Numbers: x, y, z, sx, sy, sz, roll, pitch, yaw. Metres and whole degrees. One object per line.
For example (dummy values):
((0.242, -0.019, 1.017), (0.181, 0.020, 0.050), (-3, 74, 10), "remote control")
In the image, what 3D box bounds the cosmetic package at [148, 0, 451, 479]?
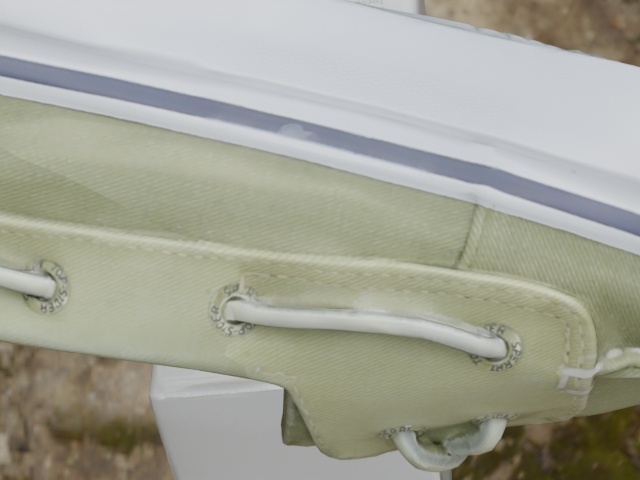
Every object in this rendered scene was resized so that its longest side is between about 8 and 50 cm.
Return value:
((0.000, 0.000, 1.220), (0.162, 0.230, 0.453), (-5, 44, 6), "cosmetic package")

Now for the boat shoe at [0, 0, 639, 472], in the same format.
((0.013, 0.000, 0.386), (0.302, 0.109, 0.094), (14, 94, -1), "boat shoe")
